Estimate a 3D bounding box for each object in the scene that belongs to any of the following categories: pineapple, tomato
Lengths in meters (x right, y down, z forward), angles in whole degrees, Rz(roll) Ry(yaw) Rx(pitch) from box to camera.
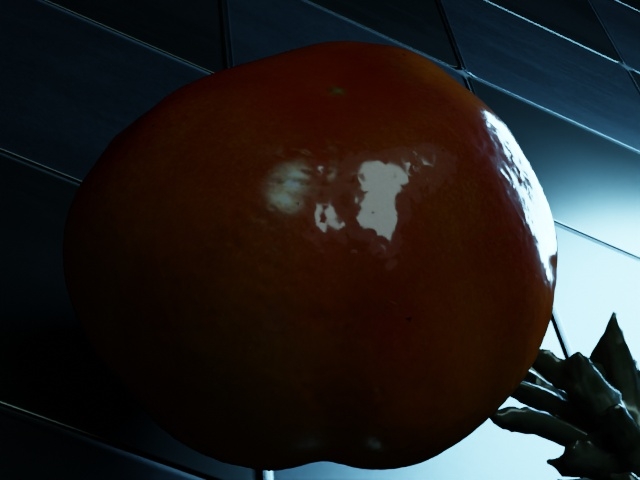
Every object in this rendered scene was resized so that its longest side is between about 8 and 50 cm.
[{"bbox_3d":[0.222,0.165,0.914,0.340,0.169,0.169,33,24,20],"label":"pineapple"},{"bbox_3d":[0.002,0.002,0.880,0.260,0.180,0.259,0,34,0],"label":"tomato"}]
